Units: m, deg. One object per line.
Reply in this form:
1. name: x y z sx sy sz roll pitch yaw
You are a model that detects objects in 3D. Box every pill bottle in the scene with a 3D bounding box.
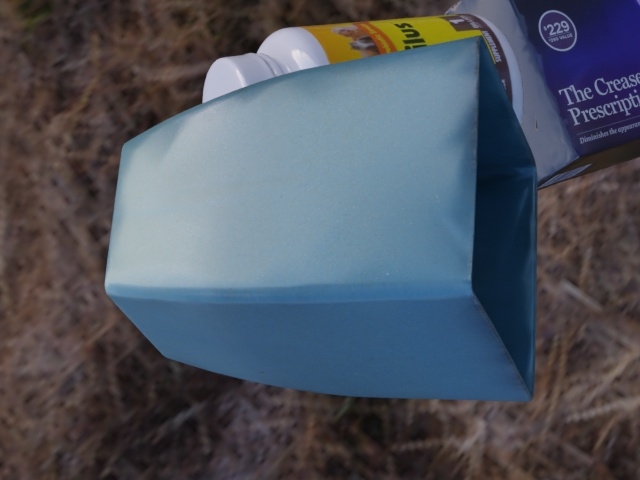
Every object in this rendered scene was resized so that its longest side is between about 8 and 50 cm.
1. pill bottle: 0.029 -0.098 1.387 0.117 0.215 0.117 27 121 58

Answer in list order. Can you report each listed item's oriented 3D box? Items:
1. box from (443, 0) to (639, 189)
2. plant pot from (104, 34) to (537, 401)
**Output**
1. box: 0.268 -0.170 1.769 0.103 0.261 0.184 -39 73 56
2. plant pot: 0.000 0.000 1.172 0.234 0.165 0.165 -5 152 17
